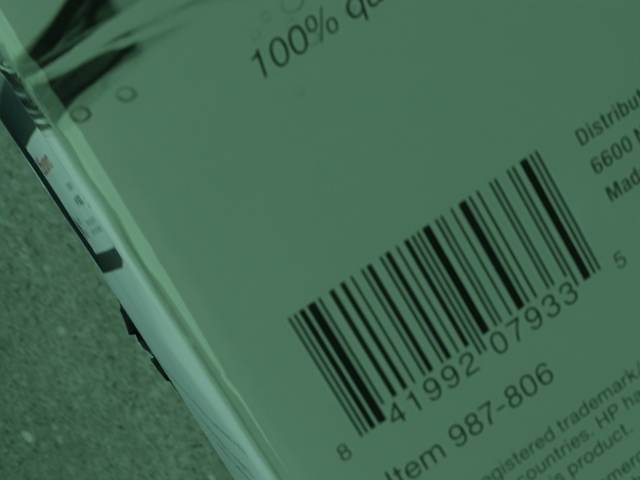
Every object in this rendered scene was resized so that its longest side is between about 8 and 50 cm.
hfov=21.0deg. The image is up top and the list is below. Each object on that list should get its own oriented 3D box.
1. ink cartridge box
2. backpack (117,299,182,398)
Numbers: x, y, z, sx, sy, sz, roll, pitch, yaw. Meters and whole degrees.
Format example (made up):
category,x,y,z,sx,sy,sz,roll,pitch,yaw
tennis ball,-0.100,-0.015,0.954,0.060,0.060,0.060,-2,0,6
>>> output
category,x,y,z,sx,sy,sz,roll,pitch,yaw
ink cartridge box,0.032,-0.101,0.540,0.395,0.285,0.166,59,169,-18
backpack,0.000,0.000,0.748,0.182,0.115,0.152,-38,71,28
